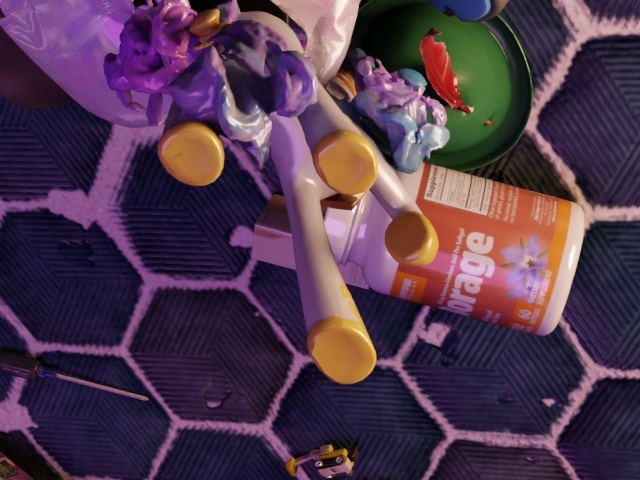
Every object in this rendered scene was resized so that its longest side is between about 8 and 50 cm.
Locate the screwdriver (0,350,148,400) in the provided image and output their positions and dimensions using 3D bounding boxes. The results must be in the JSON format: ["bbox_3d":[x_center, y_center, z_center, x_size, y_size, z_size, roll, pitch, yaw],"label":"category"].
[{"bbox_3d":[-0.259,0.140,1.901,0.170,0.024,0.025,9,97,6],"label":"screwdriver"}]

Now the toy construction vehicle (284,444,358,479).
[{"bbox_3d":[0.023,0.242,1.858,0.098,0.035,0.086,-17,126,32],"label":"toy construction vehicle"}]

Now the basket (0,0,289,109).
[{"bbox_3d":[-0.176,-0.203,1.557,0.227,0.154,0.204,-16,129,32],"label":"basket"}]

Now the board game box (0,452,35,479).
[{"bbox_3d":[-0.406,0.376,2.035,0.208,0.056,0.347,35,120,9],"label":"board game box"}]

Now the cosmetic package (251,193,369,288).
[{"bbox_3d":[0.000,0.000,1.683,0.115,0.060,0.041,14,125,9],"label":"cosmetic package"}]

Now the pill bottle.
[{"bbox_3d":[0.110,0.000,1.588,0.216,0.121,0.121,15,127,1],"label":"pill bottle"}]

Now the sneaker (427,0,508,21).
[{"bbox_3d":[0.058,-0.325,1.416,0.341,0.140,0.125,50,158,4],"label":"sneaker"}]

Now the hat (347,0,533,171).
[{"bbox_3d":[0.070,-0.103,1.507,0.173,0.183,0.208,-9,119,24],"label":"hat"}]

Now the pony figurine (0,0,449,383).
[{"bbox_3d":[-0.044,-0.118,1.325,0.303,0.363,0.351,-31,117,11],"label":"pony figurine"}]
